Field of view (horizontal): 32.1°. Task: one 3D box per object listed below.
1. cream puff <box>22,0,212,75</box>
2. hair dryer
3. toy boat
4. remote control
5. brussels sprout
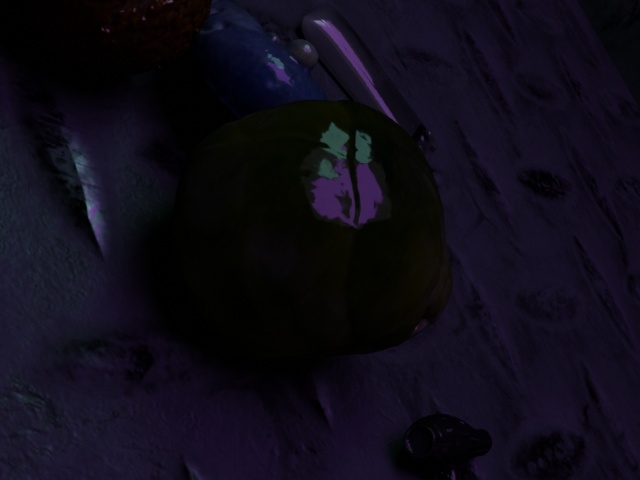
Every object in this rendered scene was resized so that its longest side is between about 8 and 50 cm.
[{"bbox_3d":[-0.229,-0.338,1.266,0.303,0.212,0.303,-13,90,-81],"label":"cream puff"},{"bbox_3d":[0.181,0.329,1.405,0.195,0.075,0.219,20,56,-56],"label":"hair dryer"},{"bbox_3d":[-0.070,-0.236,1.439,0.215,0.123,0.330,45,10,-17],"label":"toy boat"},{"bbox_3d":[0.089,-0.257,1.819,0.313,0.055,0.109,50,32,-9],"label":"remote control"},{"bbox_3d":[0.004,-0.005,1.263,0.355,0.281,0.289,40,34,-40],"label":"brussels sprout"}]
